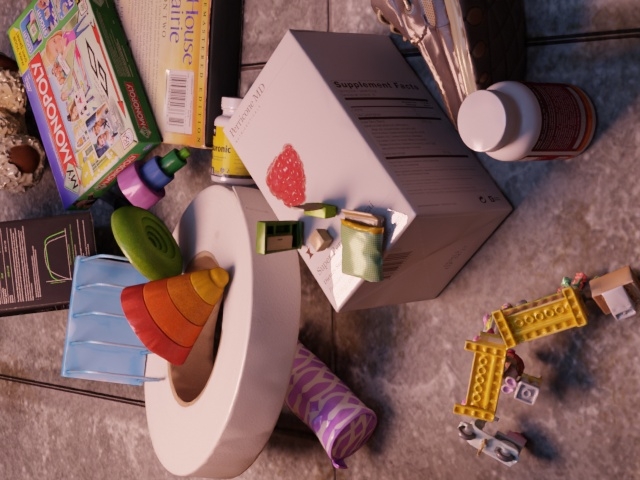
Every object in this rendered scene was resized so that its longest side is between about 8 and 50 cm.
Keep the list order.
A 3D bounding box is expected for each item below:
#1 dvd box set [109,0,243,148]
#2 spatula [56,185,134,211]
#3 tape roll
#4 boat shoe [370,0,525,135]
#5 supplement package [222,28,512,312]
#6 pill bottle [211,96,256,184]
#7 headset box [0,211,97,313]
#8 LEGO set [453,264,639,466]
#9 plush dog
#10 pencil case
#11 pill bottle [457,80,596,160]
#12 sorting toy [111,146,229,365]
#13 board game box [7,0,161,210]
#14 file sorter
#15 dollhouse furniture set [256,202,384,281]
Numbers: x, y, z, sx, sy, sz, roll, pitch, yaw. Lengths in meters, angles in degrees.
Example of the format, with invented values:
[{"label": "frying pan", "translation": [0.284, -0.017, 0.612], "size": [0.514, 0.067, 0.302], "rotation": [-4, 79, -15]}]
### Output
[{"label": "dvd box set", "translation": [-0.275, -0.304, 2.016], "size": [0.420, 0.062, 0.308], "rotation": [10, 100, 45]}, {"label": "spatula", "translation": [-0.334, -0.067, 2.115], "size": [0.296, 0.030, 0.084], "rotation": [31, 112, 40]}, {"label": "tape roll", "translation": [-0.137, 0.118, 1.803], "size": [0.392, 0.072, 0.392], "rotation": [-37, 48, 56]}, {"label": "boat shoe", "translation": [0.132, -0.286, 1.534], "size": [0.130, 0.132, 0.356], "rotation": [-8, 96, 40]}, {"label": "supplement package", "translation": [0.049, -0.086, 1.622], "size": [0.177, 0.175, 0.293], "rotation": [-53, 57, 35]}, {"label": "pill bottle", "translation": [-0.114, -0.137, 1.863], "size": [0.065, 0.065, 0.116], "rotation": [12, 101, 44]}, {"label": "headset box", "translation": [-0.474, 0.047, 2.026], "size": [0.246, 0.283, 0.131], "rotation": [151, 111, -79]}, {"label": "LEGO set", "translation": [0.238, 0.108, 1.529], "size": [0.132, 0.107, 0.287], "rotation": [32, 115, 1]}, {"label": "plush dog", "translation": [-0.580, -0.152, 2.185], "size": [0.210, 0.225, 0.262], "rotation": [124, 134, -56]}, {"label": "pencil case", "translation": [-0.019, 0.199, 1.775], "size": [0.206, 0.086, 0.088], "rotation": [40, 103, 36]}, {"label": "pill bottle", "translation": [0.220, -0.128, 1.464], "size": [0.086, 0.152, 0.086], "rotation": [4, 96, 45]}, {"label": "sorting toy", "translation": [-0.188, -0.005, 1.794], "size": [0.126, 0.127, 0.366], "rotation": [-36, 39, 17]}, {"label": "board game box", "translation": [-0.356, -0.232, 2.028], "size": [0.213, 0.046, 0.317], "rotation": [-36, 68, 40]}, {"label": "file sorter", "translation": [-0.276, 0.109, 1.886], "size": [0.104, 0.118, 0.170], "rotation": [-12, 70, 60]}, {"label": "dollhouse furniture set", "translation": [0.000, 0.000, 1.512], "size": [0.151, 0.058, 0.076], "rotation": [12, 103, 44]}]
